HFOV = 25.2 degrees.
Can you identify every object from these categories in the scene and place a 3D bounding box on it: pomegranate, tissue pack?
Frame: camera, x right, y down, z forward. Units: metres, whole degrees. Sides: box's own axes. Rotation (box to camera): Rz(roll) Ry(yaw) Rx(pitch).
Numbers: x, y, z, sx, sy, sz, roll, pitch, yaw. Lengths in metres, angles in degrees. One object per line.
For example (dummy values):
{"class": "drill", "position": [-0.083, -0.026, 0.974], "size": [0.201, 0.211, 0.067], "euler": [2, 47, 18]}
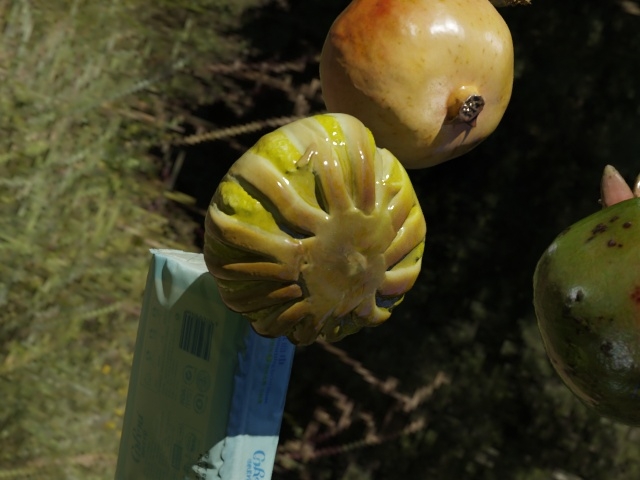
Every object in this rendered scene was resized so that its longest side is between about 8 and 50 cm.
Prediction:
{"class": "pomegranate", "position": [0.370, 0.063, 1.712], "size": [0.291, 0.323, 0.291], "euler": [-18, 137, -17]}
{"class": "tissue pack", "position": [-0.112, 0.152, 1.405], "size": [0.089, 0.177, 0.263], "euler": [1, 102, -40]}
{"class": "pomegranate", "position": [0.094, -0.158, 1.366], "size": [0.191, 0.191, 0.191], "euler": [-38, 139, -43]}

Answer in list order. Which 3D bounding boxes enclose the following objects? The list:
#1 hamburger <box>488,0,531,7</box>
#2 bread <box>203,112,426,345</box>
{"class": "hamburger", "position": [0.189, -0.342, 1.555], "size": [0.118, 0.182, 0.191], "euler": [131, -56, -78]}
{"class": "bread", "position": [0.000, 0.000, 1.226], "size": [0.213, 0.105, 0.213], "euler": [-15, 125, -22]}
